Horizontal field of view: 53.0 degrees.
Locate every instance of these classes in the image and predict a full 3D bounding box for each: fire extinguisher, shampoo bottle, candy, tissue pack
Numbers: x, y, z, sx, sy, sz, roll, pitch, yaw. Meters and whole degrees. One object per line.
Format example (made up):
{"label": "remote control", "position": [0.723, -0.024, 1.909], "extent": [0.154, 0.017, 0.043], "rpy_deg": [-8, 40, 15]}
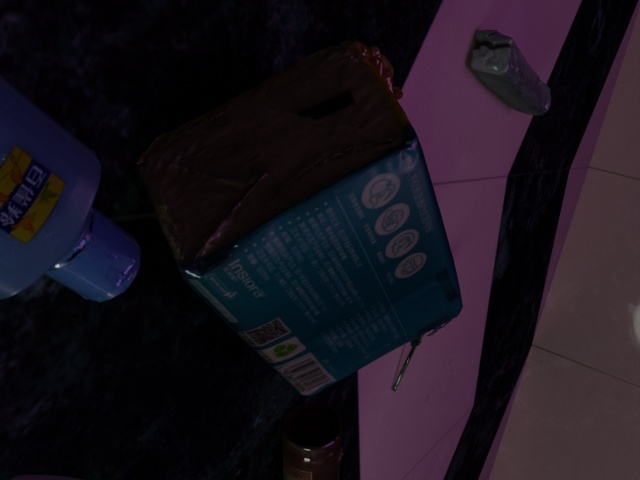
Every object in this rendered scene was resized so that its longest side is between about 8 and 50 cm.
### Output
{"label": "fire extinguisher", "position": [-0.028, 0.332, 0.838], "extent": [0.106, 0.075, 0.252], "rpy_deg": [-14, 126, -25]}
{"label": "shampoo bottle", "position": [-0.181, -0.037, 0.324], "extent": [0.104, 0.061, 0.258], "rpy_deg": [-61, 151, -14]}
{"label": "candy", "position": [0.165, 0.172, 1.096], "extent": [0.060, 0.060, 0.201], "rpy_deg": [-1, 116, -60]}
{"label": "tissue pack", "position": [0.000, 0.000, 0.539], "extent": [0.192, 0.134, 0.271], "rpy_deg": [-30, 145, -1]}

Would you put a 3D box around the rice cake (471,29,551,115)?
{"label": "rice cake", "position": [0.321, -0.262, 1.057], "extent": [0.336, 0.066, 0.063], "rpy_deg": [6, 102, -62]}

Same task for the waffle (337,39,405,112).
{"label": "waffle", "position": [0.022, -0.112, 0.648], "extent": [0.192, 0.046, 0.160], "rpy_deg": [-60, 150, -16]}

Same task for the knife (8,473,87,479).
{"label": "knife", "position": [-0.202, 0.186, 0.440], "extent": [0.032, 0.058, 0.244], "rpy_deg": [-46, 152, 9]}
